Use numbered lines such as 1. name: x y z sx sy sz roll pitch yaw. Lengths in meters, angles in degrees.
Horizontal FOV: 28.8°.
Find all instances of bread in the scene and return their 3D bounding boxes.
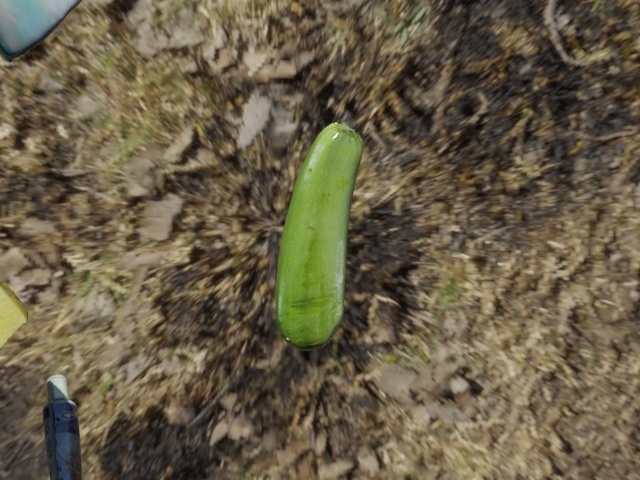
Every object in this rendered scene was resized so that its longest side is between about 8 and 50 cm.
1. bread: -0.296 0.045 1.069 0.049 0.226 0.088 -45 102 -10

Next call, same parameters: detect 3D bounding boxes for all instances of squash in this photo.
1. squash: -0.001 0.000 0.453 0.027 0.027 0.089 6 111 -2

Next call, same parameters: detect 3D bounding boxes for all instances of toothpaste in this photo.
1. toothpaste: -0.265 0.238 1.296 0.037 0.062 0.216 -15 57 3

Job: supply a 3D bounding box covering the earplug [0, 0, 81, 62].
1. earplug: -0.298 -0.295 0.883 0.324 0.185 0.185 37 89 -25
